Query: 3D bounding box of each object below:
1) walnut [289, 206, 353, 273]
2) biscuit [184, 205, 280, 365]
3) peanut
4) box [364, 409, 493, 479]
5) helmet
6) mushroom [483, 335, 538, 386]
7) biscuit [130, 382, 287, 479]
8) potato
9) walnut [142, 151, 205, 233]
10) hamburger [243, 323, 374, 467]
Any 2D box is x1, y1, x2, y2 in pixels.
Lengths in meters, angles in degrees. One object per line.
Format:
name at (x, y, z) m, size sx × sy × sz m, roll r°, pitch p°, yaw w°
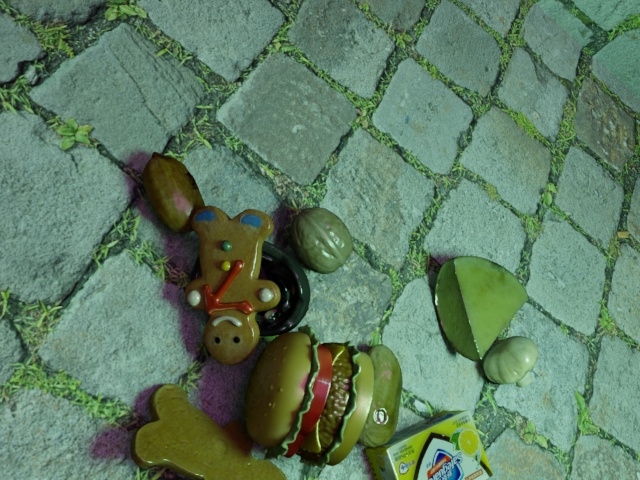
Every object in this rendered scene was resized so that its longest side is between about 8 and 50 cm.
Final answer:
walnut at (0.000, 0.000, 1.366) m, size 0.140 × 0.140 × 0.162 m, roll -35°, pitch 79°, yaw -33°
biscuit at (-0.182, 0.092, 1.163) m, size 0.205 × 0.049 × 0.324 m, roll 3°, pitch 89°, yaw 16°
peanut at (0.128, 0.351, 1.318) m, size 0.120 × 0.110 × 0.237 m, roll 13°, pitch 63°, yaw -4°
box at (0.254, 0.514, 1.330) m, size 0.265 × 0.097 × 0.169 m, roll -11°, pitch 77°, yaw -30°
helmet at (-0.135, 0.096, 1.245) m, size 0.253 × 0.154 × 0.198 m, roll 30°, pitch 96°, yaw 21°
mushroom at (0.507, 0.324, 1.503) m, size 0.154 × 0.154 × 0.122 m, roll -34°, pitch 84°, yaw -33°
biscuit at (-0.204, 0.430, 1.103) m, size 0.339 × 0.047 × 0.216 m, roll 34°, pitch 29°, yaw -12°
potato at (0.445, 0.177, 1.550) m, size 0.255 × 0.112 × 0.270 m, roll -4°, pitch 77°, yaw -33°
walnut at (-0.324, -0.108, 1.255) m, size 0.115 × 0.116 × 0.207 m, roll -23°, pitch 76°, yaw -32°
hamburger at (-0.042, 0.308, 1.154) m, size 0.212 × 0.274 × 0.275 m, roll 22°, pitch 63°, yaw -15°
